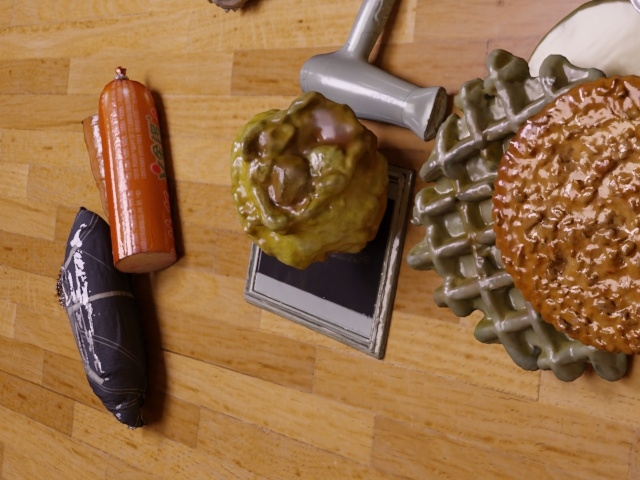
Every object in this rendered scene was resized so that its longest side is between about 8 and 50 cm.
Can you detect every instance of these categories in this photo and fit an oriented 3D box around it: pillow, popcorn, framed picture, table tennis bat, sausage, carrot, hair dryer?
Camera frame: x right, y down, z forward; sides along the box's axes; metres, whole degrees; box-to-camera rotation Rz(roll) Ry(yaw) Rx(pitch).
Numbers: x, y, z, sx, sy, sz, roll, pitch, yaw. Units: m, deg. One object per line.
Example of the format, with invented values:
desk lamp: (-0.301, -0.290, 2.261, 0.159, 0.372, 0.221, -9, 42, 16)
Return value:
pillow: (-0.313, 0.117, 1.932, 0.093, 0.161, 0.335, -17, 72, 6)
popcorn: (-0.012, -0.067, 1.482, 0.155, 0.198, 0.197, 174, 99, -81)
framed picture: (0.000, 0.000, 1.624, 0.293, 0.018, 0.231, 18, 101, 52)
table tennis bat: (0.242, -0.086, 1.295, 0.369, 0.054, 0.224, -41, 63, 39)
sausage: (-0.275, -0.113, 1.930, 0.093, 0.093, 0.312, -28, 64, 48)
carrot: (-0.317, -0.092, 2.011, 0.072, 0.072, 0.205, -22, 76, 49)
hair dryer: (0.087, -0.247, 1.512, 0.206, 0.075, 0.237, 21, 95, 44)

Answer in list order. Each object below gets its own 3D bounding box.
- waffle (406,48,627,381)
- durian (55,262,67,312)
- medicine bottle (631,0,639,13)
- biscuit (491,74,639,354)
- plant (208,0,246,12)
waffle: (0.216, -0.019, 1.257, 0.292, 0.056, 0.309, 36, 120, 30)
durian: (-0.383, 0.071, 2.072, 0.110, 0.071, 0.140, -58, 41, 31)
medicine bottle: (0.336, -0.199, 1.072, 0.069, 0.183, 0.119, 5, 92, 51)
biscuit: (0.264, -0.020, 1.158, 0.254, 0.035, 0.253, 9, 105, 33)
plant: (-0.138, -0.369, 1.757, 0.116, 0.122, 0.104, -10, 68, 59)
